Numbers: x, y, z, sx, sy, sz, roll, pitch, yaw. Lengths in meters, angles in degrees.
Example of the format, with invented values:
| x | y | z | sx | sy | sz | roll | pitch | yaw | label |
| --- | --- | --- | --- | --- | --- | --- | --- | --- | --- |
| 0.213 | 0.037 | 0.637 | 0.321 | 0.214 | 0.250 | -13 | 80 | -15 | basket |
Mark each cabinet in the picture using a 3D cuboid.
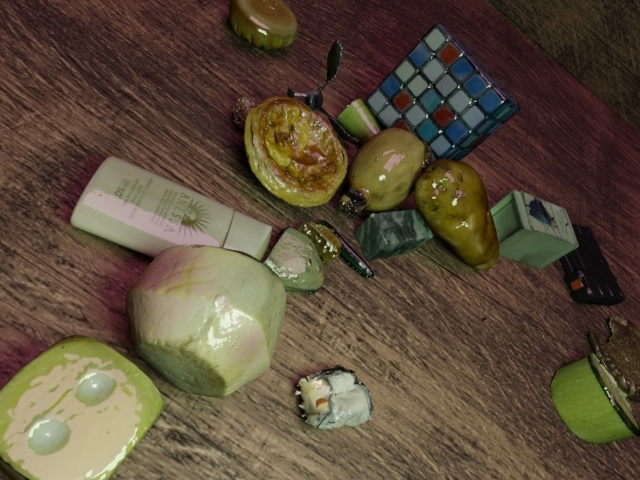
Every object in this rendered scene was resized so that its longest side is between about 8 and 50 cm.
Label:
| x | y | z | sx | sy | sz | roll | pitch | yaw | label |
| --- | --- | --- | --- | --- | --- | --- | --- | --- | --- |
| 0.626 | -0.033 | 1.429 | 0.206 | 0.150 | 0.145 | 17 | 52 | -21 | cabinet |

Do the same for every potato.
| x | y | z | sx | sy | sz | roll | pitch | yaw | label |
| --- | --- | --- | --- | --- | --- | --- | --- | --- | --- |
| 0.370 | -0.058 | 1.229 | 0.369 | 0.176 | 0.195 | 46 | 7 | -38 | potato |

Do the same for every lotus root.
| x | y | z | sx | sy | sz | roll | pitch | yaw | label |
| --- | --- | --- | --- | --- | --- | --- | --- | --- | --- |
| -0.050 | 0.045 | 1.008 | 0.144 | 0.070 | 0.143 | 29 | 49 | -12 | lotus root |
| 0.150 | -0.160 | 1.204 | 0.183 | 0.183 | 0.310 | 43 | 63 | 1 | lotus root |

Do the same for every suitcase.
| x | y | z | sx | sy | sz | roll | pitch | yaw | label |
| --- | --- | --- | --- | --- | --- | --- | --- | --- | --- |
| 0.858 | 0.074 | 1.555 | 0.206 | 0.066 | 0.285 | 7 | 56 | -29 | suitcase |

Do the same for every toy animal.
| x | y | z | sx | sy | sz | roll | pitch | yaw | label |
| --- | --- | --- | --- | --- | --- | --- | --- | --- | --- |
| -0.015 | -0.398 | 1.291 | 0.160 | 0.272 | 0.197 | -19 | 31 | -34 | toy animal |

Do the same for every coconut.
| x | y | z | sx | sy | sz | roll | pitch | yaw | label |
| --- | --- | --- | --- | --- | --- | --- | --- | --- | --- |
| -0.176 | 0.112 | 0.773 | 0.259 | 0.259 | 0.259 | 16 | 52 | -22 | coconut |

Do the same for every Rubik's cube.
| x | y | z | sx | sy | sz | roll | pitch | yaw | label |
| --- | --- | --- | --- | --- | --- | --- | --- | --- | --- |
| 0.355 | -0.392 | 1.371 | 0.293 | 0.287 | 0.292 | 52 | 28 | 8 | Rubik's cube |

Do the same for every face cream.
| x | y | z | sx | sy | sz | roll | pitch | yaw | label |
| --- | --- | --- | --- | --- | --- | --- | --- | --- | --- |
| -0.269 | -0.028 | 0.916 | 0.349 | 0.081 | 0.173 | 24 | 49 | -15 | face cream |

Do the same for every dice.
| x | y | z | sx | sy | sz | roll | pitch | yaw | label |
| --- | --- | --- | --- | --- | --- | --- | --- | --- | --- |
| -0.329 | 0.242 | 0.632 | 0.169 | 0.166 | 0.169 | 40 | 47 | -2 | dice |

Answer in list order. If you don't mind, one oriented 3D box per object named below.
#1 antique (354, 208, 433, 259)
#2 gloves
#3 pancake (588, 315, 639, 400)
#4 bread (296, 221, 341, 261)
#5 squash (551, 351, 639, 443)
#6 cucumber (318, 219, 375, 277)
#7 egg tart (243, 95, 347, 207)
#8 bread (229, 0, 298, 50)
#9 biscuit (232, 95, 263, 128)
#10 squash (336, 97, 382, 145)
| x | y | z | sx | sy | sz | roll | pitch | yaw | label |
| --- | --- | --- | --- | --- | --- | --- | --- | --- | --- |
| 0.189 | -0.017 | 1.190 | 0.183 | 0.086 | 0.088 | -8 | 64 | -36 | antique |
| 0.030 | 0.293 | 0.887 | 0.153 | 0.070 | 0.114 | 6 | 48 | -36 | gloves |
| 0.912 | 0.342 | 1.427 | 0.286 | 0.033 | 0.288 | 29 | 48 | -10 | pancake |
| 0.000 | 0.000 | 1.079 | 0.110 | 0.060 | 0.066 | 42 | 62 | 1 | bread |
| 0.710 | 0.409 | 1.225 | 0.220 | 0.133 | 0.220 | 31 | 36 | -26 | squash |
| 0.057 | 0.022 | 1.118 | 0.036 | 0.033 | 0.184 | -39 | 83 | -18 | cucumber |
| -0.070 | -0.202 | 1.135 | 0.290 | 0.115 | 0.290 | 15 | 60 | -29 | egg tart |
| -0.166 | -0.634 | 1.388 | 0.213 | 0.105 | 0.213 | 19 | 50 | -24 | bread |
| -0.138 | -0.317 | 1.210 | 0.169 | 0.070 | 0.082 | 3 | 65 | -35 | biscuit |
| 0.141 | -0.295 | 1.362 | 0.094 | 0.094 | 0.224 | -30 | 83 | -42 | squash |
